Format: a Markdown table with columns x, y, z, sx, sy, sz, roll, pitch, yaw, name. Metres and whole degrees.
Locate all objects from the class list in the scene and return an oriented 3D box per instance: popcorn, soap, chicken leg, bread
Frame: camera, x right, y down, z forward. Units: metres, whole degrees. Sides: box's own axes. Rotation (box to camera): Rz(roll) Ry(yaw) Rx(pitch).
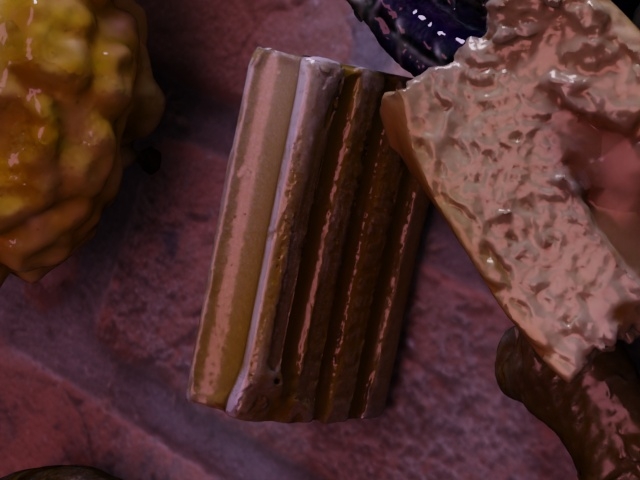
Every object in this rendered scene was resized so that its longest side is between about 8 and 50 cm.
| x | y | z | sx | sy | sz | roll | pitch | yaw | name |
| --- | --- | --- | --- | --- | --- | --- | --- | --- | --- |
| -0.318 | -0.131 | 1.309 | 0.349 | 0.382 | 0.349 | -6 | 82 | 50 | popcorn |
| 0.000 | 0.000 | 1.198 | 0.089 | 0.173 | 0.274 | 17 | 98 | 40 | soap |
| 0.229 | 0.210 | 1.066 | 0.201 | 0.153 | 0.429 | -41 | 61 | 34 | chicken leg |
| 0.176 | -0.050 | 1.047 | 0.183 | 0.211 | 0.224 | -43 | 80 | 17 | bread |

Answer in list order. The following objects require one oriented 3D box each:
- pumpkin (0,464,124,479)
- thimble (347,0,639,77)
| x | y | z | sx | sy | sz | roll | pitch | yaw | name |
| --- | --- | --- | --- | --- | --- | --- | --- | --- | --- |
| -0.235 | 0.296 | 1.356 | 0.219 | 0.162 | 0.219 | 3 | 94 | 36 | pumpkin |
| 0.142 | -0.204 | 1.120 | 0.237 | 0.150 | 0.237 | 1 | 92 | 34 | thimble |
